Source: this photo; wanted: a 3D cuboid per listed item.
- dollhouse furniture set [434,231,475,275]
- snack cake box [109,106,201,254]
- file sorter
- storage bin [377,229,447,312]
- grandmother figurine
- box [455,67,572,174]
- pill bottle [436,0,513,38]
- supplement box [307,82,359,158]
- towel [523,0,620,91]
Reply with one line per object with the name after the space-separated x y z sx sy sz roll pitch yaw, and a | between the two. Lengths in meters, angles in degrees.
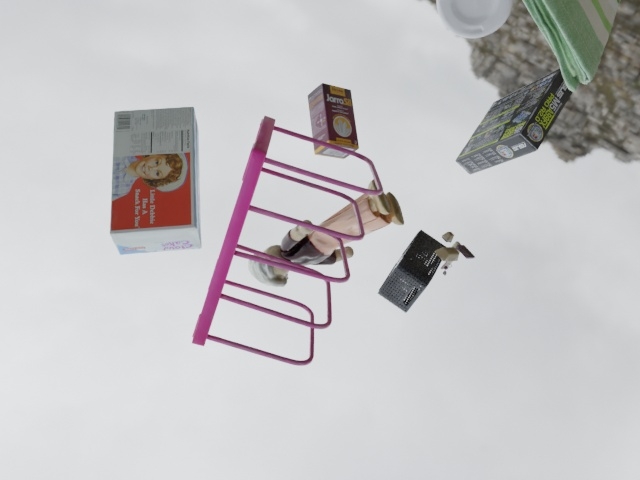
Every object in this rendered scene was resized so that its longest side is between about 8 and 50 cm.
0.274 0.036 1.583 0.114 0.081 0.091 0 -137 -50 | dollhouse furniture set
-0.300 -0.113 1.276 0.152 0.089 0.264 -4 -117 -5 | snack cake box
-0.047 0.004 1.000 0.182 0.290 0.202 17 -159 -8 | file sorter
0.220 0.070 1.641 0.084 0.122 0.180 34 -143 4 | storage bin
0.000 0.000 1.424 0.208 0.342 0.104 40 -149 -46 | grandmother figurine
0.470 -0.283 1.683 0.060 0.216 0.270 39 161 -13 | box
0.333 -0.529 1.460 0.152 0.152 0.272 27 -149 1 | pill bottle
0.035 -0.335 1.950 0.104 0.081 0.188 4 -109 -34 | supplement box
0.273 -0.358 0.740 0.038 0.325 0.248 0 147 45 | towel
